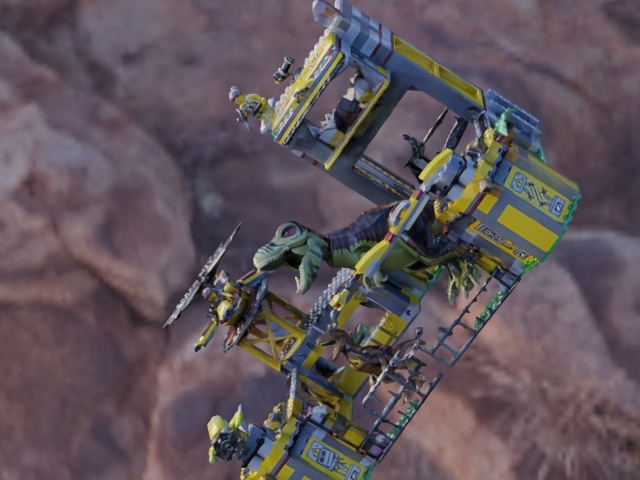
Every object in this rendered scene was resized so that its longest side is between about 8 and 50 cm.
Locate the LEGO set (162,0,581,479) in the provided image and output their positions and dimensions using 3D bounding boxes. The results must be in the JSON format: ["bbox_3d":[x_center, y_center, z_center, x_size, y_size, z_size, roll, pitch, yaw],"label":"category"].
[{"bbox_3d":[0.000,0.000,1.222,0.192,0.331,0.255,32,28,-11],"label":"LEGO set"}]
